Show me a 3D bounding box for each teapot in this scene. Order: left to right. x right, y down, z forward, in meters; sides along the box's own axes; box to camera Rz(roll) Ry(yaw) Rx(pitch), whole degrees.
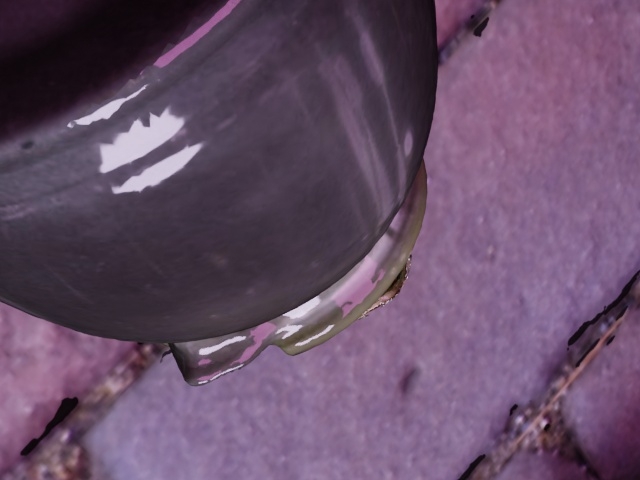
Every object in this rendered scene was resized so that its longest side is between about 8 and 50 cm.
[{"bbox_3d":[-0.065,-0.095,0.625,0.240,0.321,0.239,-19,140,13],"label":"teapot"}]

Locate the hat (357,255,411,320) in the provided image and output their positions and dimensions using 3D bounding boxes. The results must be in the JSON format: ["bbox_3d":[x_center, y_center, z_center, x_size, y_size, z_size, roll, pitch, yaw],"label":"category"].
[{"bbox_3d":[-0.001,0.000,0.754,0.076,0.059,0.077,-31,113,14],"label":"hat"}]
